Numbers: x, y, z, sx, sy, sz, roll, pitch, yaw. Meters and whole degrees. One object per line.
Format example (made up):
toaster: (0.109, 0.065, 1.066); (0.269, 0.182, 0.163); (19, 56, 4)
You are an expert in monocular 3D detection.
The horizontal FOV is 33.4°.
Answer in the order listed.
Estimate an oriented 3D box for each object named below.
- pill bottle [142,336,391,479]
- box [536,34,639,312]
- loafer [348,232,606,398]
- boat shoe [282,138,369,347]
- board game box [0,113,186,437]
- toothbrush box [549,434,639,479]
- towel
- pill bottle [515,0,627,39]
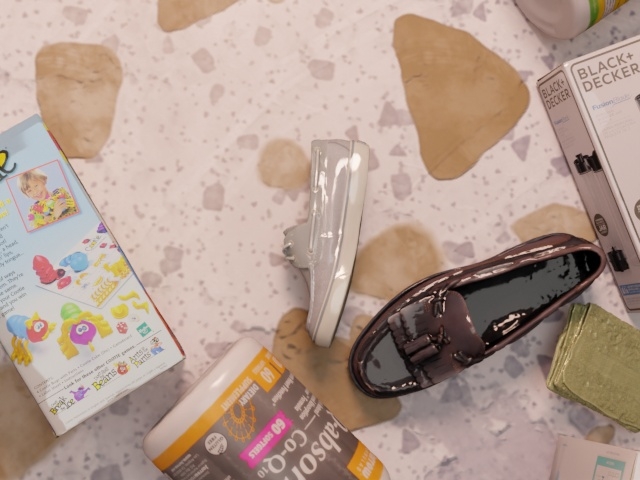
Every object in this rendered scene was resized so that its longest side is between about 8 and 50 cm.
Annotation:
pill bottle: (-0.030, 0.243, 1.070); (0.278, 0.162, 0.162); (44, 81, -2)
box: (0.377, -0.082, 1.191); (0.169, 0.087, 0.290); (-20, 87, -9)
loafer: (0.169, 0.074, 1.144); (0.302, 0.095, 0.109); (-28, 90, -9)
boat shoe: (0.000, -0.001, 1.146); (0.081, 0.079, 0.228); (9, 79, 3)
board game box: (-0.265, 0.037, 1.069); (0.144, 0.142, 0.275); (-31, 89, -9)
toothbrush box: (0.404, 0.296, 1.095); (0.295, 0.216, 0.126); (13, 83, -5)
towel: (0.320, 0.140, 1.179); (0.148, 0.027, 0.110); (27, 80, -19)
pill bottle: (0.334, -0.343, 1.185); (0.245, 0.136, 0.136); (-35, 90, -9)
